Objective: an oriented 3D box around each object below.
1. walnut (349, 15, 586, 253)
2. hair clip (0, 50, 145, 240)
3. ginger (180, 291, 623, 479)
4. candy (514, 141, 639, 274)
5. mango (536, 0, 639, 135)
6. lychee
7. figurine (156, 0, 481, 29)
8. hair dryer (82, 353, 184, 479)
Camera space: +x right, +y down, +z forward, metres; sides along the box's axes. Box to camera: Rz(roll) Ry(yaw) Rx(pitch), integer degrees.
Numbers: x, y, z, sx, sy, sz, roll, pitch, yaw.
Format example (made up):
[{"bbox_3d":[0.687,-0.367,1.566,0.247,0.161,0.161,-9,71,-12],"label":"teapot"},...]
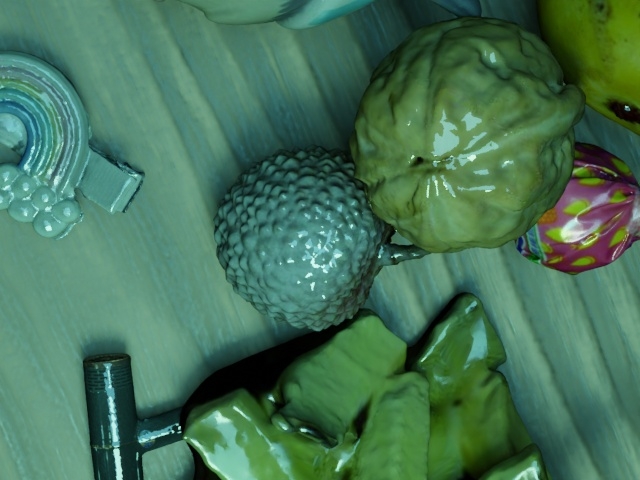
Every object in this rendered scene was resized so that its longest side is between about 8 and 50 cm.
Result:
[{"bbox_3d":[0.126,-0.092,1.503,0.198,0.245,0.198,9,111,25],"label":"walnut"},{"bbox_3d":[-0.264,-0.091,1.598,0.220,0.054,0.140,31,97,-5],"label":"hair clip"},{"bbox_3d":[0.073,0.229,1.572,0.413,0.211,0.358,2,93,-15],"label":"ginger"},{"bbox_3d":[0.339,-0.028,1.570,0.365,0.124,0.124,-1,96,29],"label":"candy"},{"bbox_3d":[0.402,-0.255,1.581,0.445,0.232,0.300,-28,93,-12],"label":"mango"},{"bbox_3d":[0.000,0.000,1.577,0.197,0.165,0.165,21,92,13],"label":"lychee"},{"bbox_3d":[-0.018,-0.331,1.564,0.377,0.266,0.361,34,61,-40],"label":"figurine"},{"bbox_3d":[-0.115,0.184,1.642,0.194,0.050,0.173,-5,98,-10],"label":"hair dryer"}]
